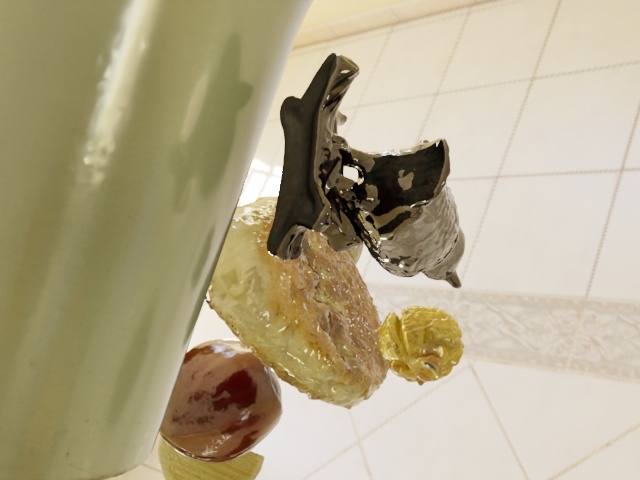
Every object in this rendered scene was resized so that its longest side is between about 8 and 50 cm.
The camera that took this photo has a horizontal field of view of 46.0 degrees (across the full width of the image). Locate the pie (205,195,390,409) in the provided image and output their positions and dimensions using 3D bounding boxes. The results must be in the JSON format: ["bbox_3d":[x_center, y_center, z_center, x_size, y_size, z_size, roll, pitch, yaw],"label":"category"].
[{"bbox_3d":[-0.018,0.068,0.935,0.092,0.315,0.315,-37,40,21],"label":"pie"}]

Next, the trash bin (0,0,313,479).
[{"bbox_3d":[-0.178,-0.080,0.540,0.280,0.280,0.432,20,94,51],"label":"trash bin"}]

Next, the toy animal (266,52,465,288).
[{"bbox_3d":[0.067,-0.033,0.524,0.117,0.210,0.121,-17,64,38],"label":"toy animal"}]

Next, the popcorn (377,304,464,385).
[{"bbox_3d":[0.100,0.106,0.731,0.084,0.084,0.084,-26,44,29],"label":"popcorn"}]

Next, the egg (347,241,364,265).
[{"bbox_3d":[0.000,0.000,1.619,0.233,0.195,0.195,-50,37,-13],"label":"egg"}]

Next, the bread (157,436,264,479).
[{"bbox_3d":[-0.206,0.413,1.343,0.192,0.036,0.112,15,55,2],"label":"bread"}]

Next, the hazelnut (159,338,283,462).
[{"bbox_3d":[-0.167,0.261,1.198,0.208,0.208,0.208,-26,44,29],"label":"hazelnut"}]
